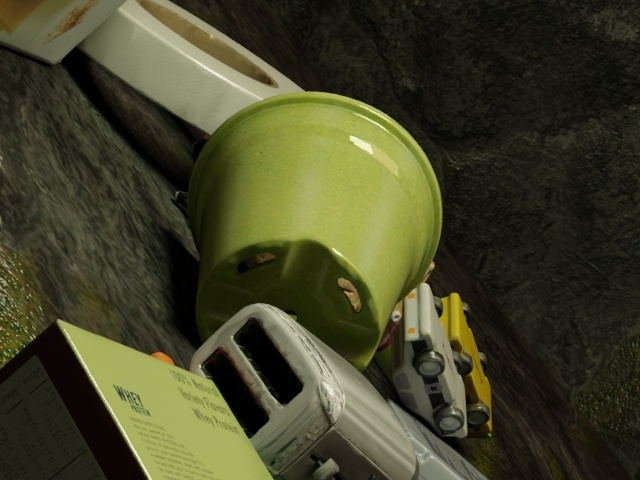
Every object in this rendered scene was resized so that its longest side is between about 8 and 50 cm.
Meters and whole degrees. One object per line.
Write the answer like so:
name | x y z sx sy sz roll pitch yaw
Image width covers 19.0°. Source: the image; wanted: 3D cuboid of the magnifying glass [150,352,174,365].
magnifying glass | -0.099 0.181 1.592 0.092 0.026 0.231 40 16 -47

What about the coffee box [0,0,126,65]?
coffee box | -0.312 -0.438 1.991 0.338 0.337 0.334 52 10 14

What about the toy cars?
toy cars | 0.133 0.151 2.272 0.393 0.087 0.176 20 60 -76

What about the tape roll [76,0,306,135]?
tape roll | -0.155 -0.213 2.323 0.392 0.072 0.392 31 10 -6

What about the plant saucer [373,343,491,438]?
plant saucer | 0.129 0.181 2.523 0.188 0.045 0.188 57 12 32

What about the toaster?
toaster | -0.022 0.153 1.693 0.146 0.129 0.227 45 6 -43

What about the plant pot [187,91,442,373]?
plant pot | -0.020 0.024 1.928 0.276 0.276 0.254 47 22 -16

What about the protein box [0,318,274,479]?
protein box | -0.115 0.184 1.173 0.201 0.136 0.200 56 12 27

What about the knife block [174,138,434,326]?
knife block | -0.032 -0.020 2.222 0.275 0.088 0.242 19 17 -44

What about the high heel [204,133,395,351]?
high heel | 0.000 0.000 2.400 0.377 0.127 0.181 57 10 24

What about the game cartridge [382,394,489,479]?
game cartridge | 0.139 0.264 2.059 0.196 0.060 0.294 37 2 -6
